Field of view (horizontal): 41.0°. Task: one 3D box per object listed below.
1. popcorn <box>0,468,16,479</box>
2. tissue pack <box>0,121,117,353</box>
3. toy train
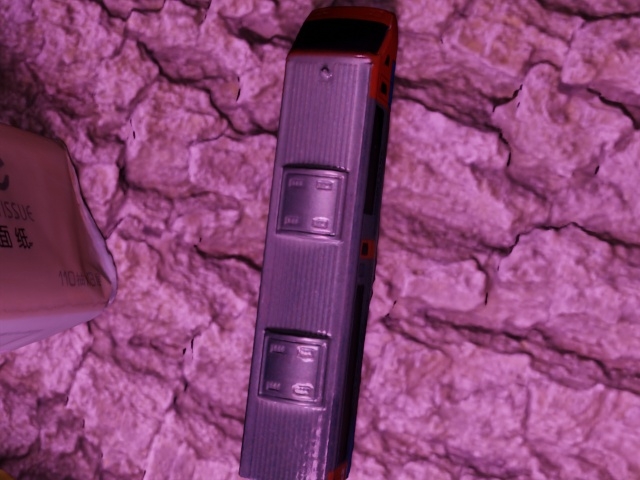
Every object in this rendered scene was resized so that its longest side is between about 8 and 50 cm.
[{"bbox_3d":[-0.277,0.352,0.693,0.293,0.237,0.293,4,83,-32],"label":"popcorn"},{"bbox_3d":[-0.403,0.018,0.640,0.332,0.405,0.205,-20,82,10],"label":"tissue pack"},{"bbox_3d":[0.000,0.000,0.719,0.086,0.089,0.409,7,91,16],"label":"toy train"}]
